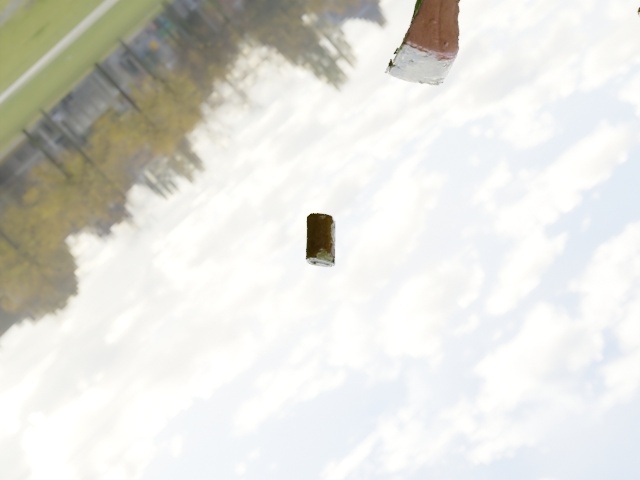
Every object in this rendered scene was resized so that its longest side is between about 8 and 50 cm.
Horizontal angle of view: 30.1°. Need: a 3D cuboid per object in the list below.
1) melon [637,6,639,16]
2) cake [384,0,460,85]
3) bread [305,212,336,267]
[{"bbox_3d":[0.427,-0.233,1.326,0.182,0.098,0.054,-104,-145,-70],"label":"melon"},{"bbox_3d":[0.182,-0.341,1.822,0.109,0.090,0.225,116,-2,-64],"label":"cake"},{"bbox_3d":[0.000,0.000,1.800,0.036,0.047,0.083,109,-16,-61],"label":"bread"}]
